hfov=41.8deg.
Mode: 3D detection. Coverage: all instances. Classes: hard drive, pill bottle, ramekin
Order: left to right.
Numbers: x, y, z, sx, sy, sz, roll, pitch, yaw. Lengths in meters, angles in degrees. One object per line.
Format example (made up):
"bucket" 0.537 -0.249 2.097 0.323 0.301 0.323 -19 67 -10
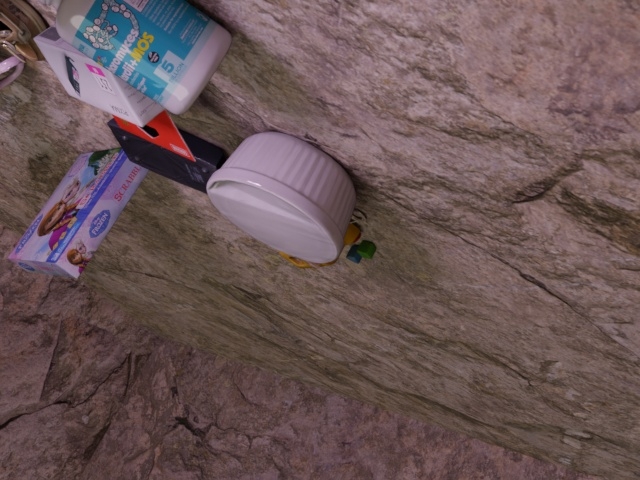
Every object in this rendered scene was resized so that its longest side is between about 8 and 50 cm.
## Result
"pill bottle" -0.269 -0.306 1.187 0.264 0.146 0.146 33 160 -15
"hard drive" -0.295 -0.172 1.702 0.254 0.054 0.172 22 160 16
"ramekin" -0.059 -0.082 1.504 0.273 0.127 0.273 25 161 9

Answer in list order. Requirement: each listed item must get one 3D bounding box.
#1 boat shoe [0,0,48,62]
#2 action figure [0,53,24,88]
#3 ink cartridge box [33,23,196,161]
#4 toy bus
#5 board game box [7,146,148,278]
"boat shoe" -0.570 -0.398 1.444 0.104 0.089 0.285 16 158 30
"action figure" -0.791 -0.249 1.687 0.275 0.370 0.248 23 171 -13
"ink cartridge box" -0.357 -0.244 1.447 0.275 0.060 0.239 26 150 44
"toy bus" -0.002 0.004 1.680 0.191 0.104 0.202 20 160 21
"board game box" -0.553 -0.068 1.919 0.066 0.319 0.318 42 156 -30
